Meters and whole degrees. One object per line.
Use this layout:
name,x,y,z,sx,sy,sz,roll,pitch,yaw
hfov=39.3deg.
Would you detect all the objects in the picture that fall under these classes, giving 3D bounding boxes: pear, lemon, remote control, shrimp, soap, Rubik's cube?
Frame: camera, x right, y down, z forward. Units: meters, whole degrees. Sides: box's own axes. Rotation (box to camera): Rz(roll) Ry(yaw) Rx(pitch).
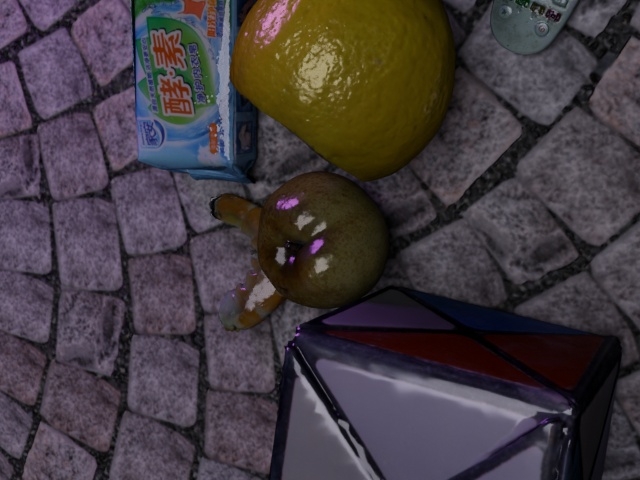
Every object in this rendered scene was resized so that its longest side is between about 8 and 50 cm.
pear,0.000,0.000,1.062,0.167,0.137,0.167,14,110,42
lemon,0.037,-0.200,0.969,0.240,0.240,0.219,38,99,14
remote control,0.260,-0.320,0.952,0.097,0.045,0.256,34,113,17
shrimp,-0.111,0.027,1.171,0.166,0.049,0.161,47,110,12
soap,-0.158,-0.216,1.133,0.156,0.077,0.293,3,100,23
Rubik's cube,0.136,0.242,0.952,0.305,0.307,0.310,13,103,22
